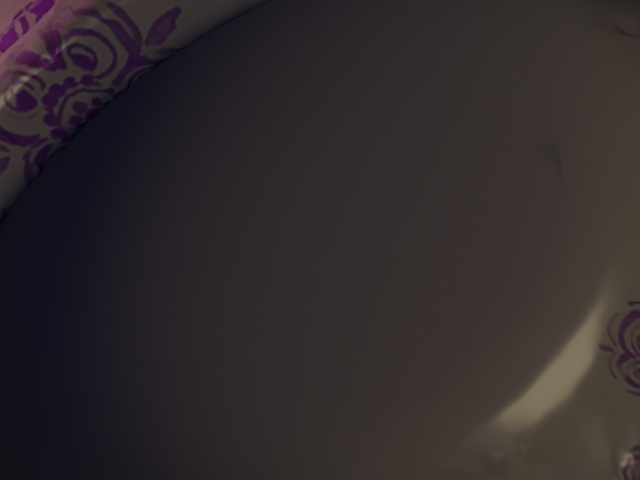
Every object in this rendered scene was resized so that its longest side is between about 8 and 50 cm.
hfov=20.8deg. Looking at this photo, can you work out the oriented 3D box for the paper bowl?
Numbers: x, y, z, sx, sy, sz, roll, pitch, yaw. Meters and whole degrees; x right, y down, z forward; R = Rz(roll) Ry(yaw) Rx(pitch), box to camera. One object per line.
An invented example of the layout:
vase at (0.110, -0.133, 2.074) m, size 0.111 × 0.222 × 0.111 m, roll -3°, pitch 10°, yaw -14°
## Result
paper bowl at (0.000, 0.000, 0.480) m, size 0.148 × 0.284 × 0.284 m, roll 59°, pitch 137°, yaw 50°
